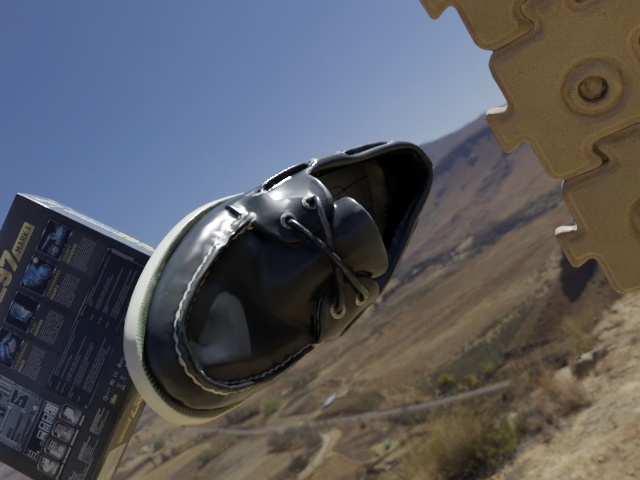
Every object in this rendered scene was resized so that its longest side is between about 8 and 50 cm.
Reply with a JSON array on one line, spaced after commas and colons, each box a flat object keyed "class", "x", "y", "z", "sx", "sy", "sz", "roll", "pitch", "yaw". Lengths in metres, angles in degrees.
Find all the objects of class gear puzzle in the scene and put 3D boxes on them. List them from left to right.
[{"class": "gear puzzle", "x": 0.139, "y": -0.133, "z": 0.308, "sx": 0.175, "sy": 0.339, "sz": 0.044, "roll": -25, "pitch": 20, "yaw": 31}]

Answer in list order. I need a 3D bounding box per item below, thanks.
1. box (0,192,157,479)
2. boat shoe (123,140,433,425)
[{"class": "box", "x": -0.241, "y": 0.096, "z": 0.629, "sx": 0.059, "sy": 0.183, "sz": 0.232, "roll": 22, "pitch": -89, "yaw": -81}, {"class": "boat shoe", "x": 0.002, "y": 0.003, "z": 0.487, "sx": 0.113, "sy": 0.127, "sz": 0.340, "roll": -22, "pitch": 7, "yaw": 33}]
